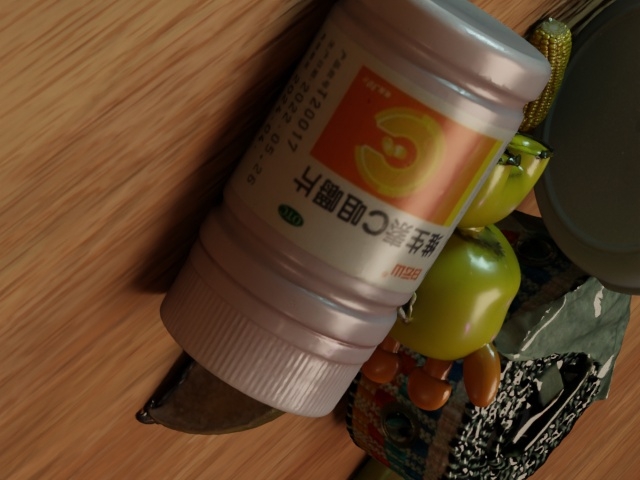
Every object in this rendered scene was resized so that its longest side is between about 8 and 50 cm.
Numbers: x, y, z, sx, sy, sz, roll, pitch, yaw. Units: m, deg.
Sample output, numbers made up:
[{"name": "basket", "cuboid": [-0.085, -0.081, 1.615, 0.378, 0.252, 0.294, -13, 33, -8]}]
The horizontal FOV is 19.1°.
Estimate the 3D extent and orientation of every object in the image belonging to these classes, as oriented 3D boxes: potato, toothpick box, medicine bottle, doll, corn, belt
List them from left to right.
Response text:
[{"name": "potato", "cuboid": [0.008, 0.045, 1.252, 0.261, 0.100, 0.120, -57, 154, 11]}, {"name": "medicine bottle", "cuboid": [0.017, -0.031, 1.118, 0.249, 0.133, 0.133, -57, 159, 14]}, {"name": "doll", "cuboid": [0.089, 0.017, 1.357, 0.135, 0.143, 0.221, -22, 137, -57]}, {"name": "belt", "cuboid": [0.143, 0.094, 1.573, 0.257, 0.150, 0.207, -50, 150, -11]}, {"name": "corn", "cuboid": [0.162, -0.122, 1.419, 0.037, 0.037, 0.092, -32, 148, -44]}, {"name": "toothpick box", "cuboid": [0.357, -0.051, 1.526, 0.355, 0.263, 0.263, 15, 113, -39]}]

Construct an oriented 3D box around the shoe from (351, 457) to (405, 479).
[{"name": "shoe", "cuboid": [0.098, 0.221, 1.745, 0.140, 0.128, 0.262, 19, 105, -54]}]
